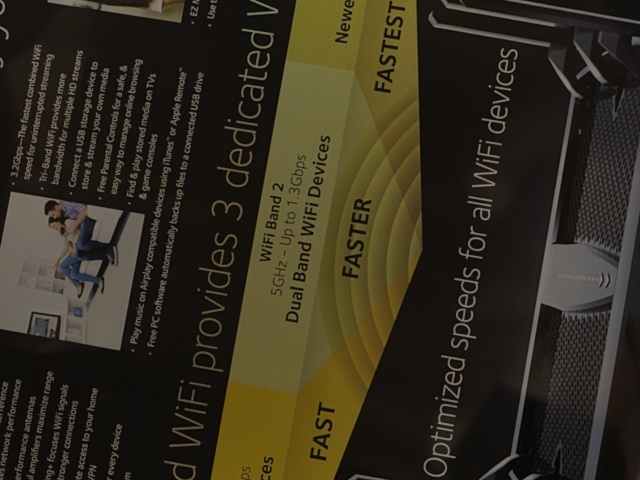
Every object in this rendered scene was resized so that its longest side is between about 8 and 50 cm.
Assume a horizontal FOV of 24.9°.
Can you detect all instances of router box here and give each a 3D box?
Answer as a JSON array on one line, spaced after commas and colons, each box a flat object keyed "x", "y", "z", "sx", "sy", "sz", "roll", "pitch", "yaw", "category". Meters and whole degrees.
[{"x": 0.000, "y": 0.000, "z": 0.466, "sx": 0.242, "sy": 0.309, "sz": 0.081, "roll": 10, "pitch": 177, "yaw": 4, "category": "router box"}]
